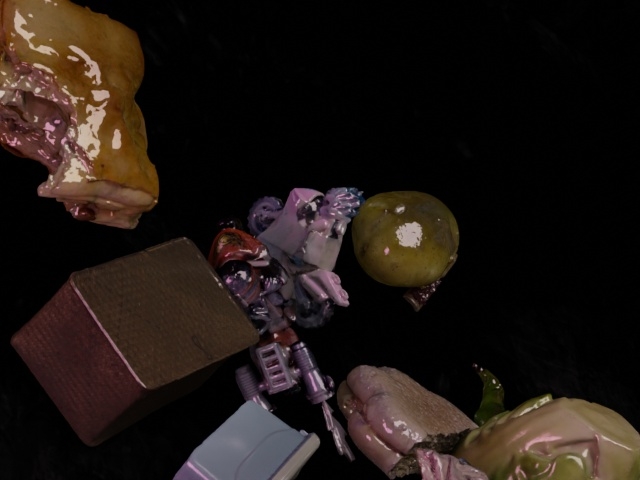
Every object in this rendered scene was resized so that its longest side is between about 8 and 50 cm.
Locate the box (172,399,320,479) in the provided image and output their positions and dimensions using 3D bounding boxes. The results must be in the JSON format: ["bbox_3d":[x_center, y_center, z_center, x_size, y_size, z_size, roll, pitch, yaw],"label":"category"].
[{"bbox_3d":[-0.108,0.313,1.655,0.130,0.162,0.227,39,29,6],"label":"box"}]

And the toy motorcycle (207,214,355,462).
[{"bbox_3d":[-0.072,0.145,1.896,0.207,0.134,0.401,49,21,-83],"label":"toy motorcycle"}]

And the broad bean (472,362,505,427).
[{"bbox_3d":[0.296,0.289,2.307,0.061,0.046,0.195,25,31,-14],"label":"broad bean"}]

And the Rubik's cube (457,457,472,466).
[{"bbox_3d":[0.163,0.474,1.728,0.237,0.237,0.238,43,32,-2],"label":"Rubik's cube"}]

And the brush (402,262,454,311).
[{"bbox_3d":[0.213,0.065,2.471,0.043,0.036,0.248,51,30,-2],"label":"brush"}]

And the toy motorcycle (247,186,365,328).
[{"bbox_3d":[-0.003,-0.001,2.103,0.239,0.204,0.108,57,20,9],"label":"toy motorcycle"}]

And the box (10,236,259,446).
[{"bbox_3d":[-0.234,0.126,1.718,0.184,0.143,0.273,52,30,9],"label":"box"}]

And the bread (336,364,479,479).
[{"bbox_3d":[0.119,0.270,1.999,0.183,0.102,0.337,39,8,23],"label":"bread"}]

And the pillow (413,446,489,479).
[{"bbox_3d":[0.187,0.364,1.611,0.135,0.049,0.248,28,38,-33],"label":"pillow"}]

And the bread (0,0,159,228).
[{"bbox_3d":[-0.380,-0.212,1.878,0.314,0.191,0.370,15,44,-44],"label":"bread"}]

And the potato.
[{"bbox_3d":[0.154,-0.005,2.365,0.228,0.148,0.197,6,54,-43],"label":"potato"}]

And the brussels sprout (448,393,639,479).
[{"bbox_3d":[0.326,0.375,1.929,0.289,0.354,0.281,5,39,-37],"label":"brussels sprout"}]
